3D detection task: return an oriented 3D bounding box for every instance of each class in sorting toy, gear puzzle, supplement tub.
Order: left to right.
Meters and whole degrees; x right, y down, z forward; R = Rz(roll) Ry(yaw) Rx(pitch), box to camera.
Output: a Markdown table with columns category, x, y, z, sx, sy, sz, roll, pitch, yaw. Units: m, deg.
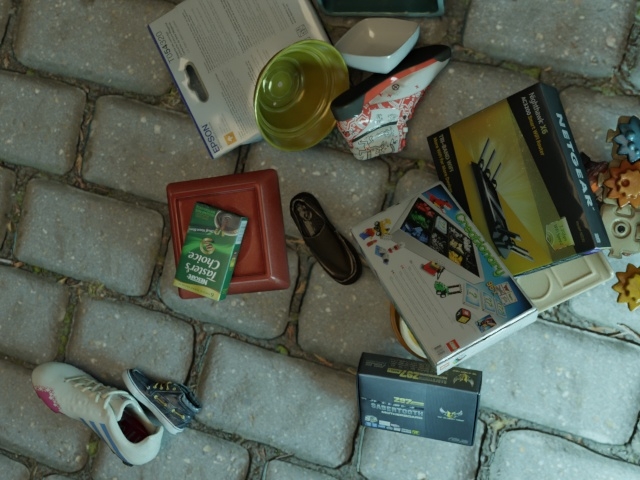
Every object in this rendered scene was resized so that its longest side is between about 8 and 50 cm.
| category | x | y | z | sx | sy | sz | roll | pitch | yaw |
| --- | --- | --- | --- | --- | --- | --- | --- | --- | --- |
| sorting toy | 0.418 | 0.026 | 1.377 | 0.208 | 0.038 | 0.193 | -33 | 84 | 33 |
| supplement tub | 0.525 | -0.071 | 1.332 | 0.198 | 0.106 | 0.106 | 45 | 101 | 8 |
| gear puzzle | 0.560 | -0.045 | 1.248 | 0.175 | 0.044 | 0.339 | 11 | 90 | 10 |

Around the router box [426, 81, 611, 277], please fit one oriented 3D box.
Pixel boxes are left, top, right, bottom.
| category | x | y | z | sx | sy | sz | roll | pitch | yaw |
| --- | --- | --- | --- | --- | --- | --- | --- | --- | --- |
| router box | 0.351 | -0.092 | 1.319 | 0.243 | 0.081 | 0.309 | -24 | 75 | 37 |

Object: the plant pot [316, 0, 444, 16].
| category | x | y | z | sx | sy | sz | roll | pitch | yaw |
| --- | --- | --- | --- | --- | --- | --- | --- | --- | --- |
| plant pot | 0.113 | -0.592 | 1.352 | 0.247 | 0.248 | 0.252 | 5 | 78 | 14 |

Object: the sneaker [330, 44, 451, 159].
| category | x | y | z | sx | sy | sz | roll | pitch | yaw |
| --- | --- | --- | --- | --- | --- | --- | --- | --- | --- |
| sneaker | 0.155 | -0.267 | 1.433 | 0.270 | 0.090 | 0.145 | -33 | 121 | -12 |

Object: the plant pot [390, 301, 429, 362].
| category | x | y | z | sx | sy | sz | roll | pitch | yaw |
| --- | --- | --- | --- | --- | --- | --- | --- | --- | --- |
| plant pot | 0.224 | 0.143 | 1.373 | 0.205 | 0.188 | 0.205 | 1 | 92 | 14 |

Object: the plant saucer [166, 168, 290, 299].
| category | x | y | z | sx | sy | sz | roll | pitch | yaw |
| --- | --- | --- | --- | --- | --- | --- | --- | --- | --- |
| plant saucer | -0.206 | -0.010 | 1.548 | 0.259 | 0.048 | 0.258 | -7 | 91 | 15 |

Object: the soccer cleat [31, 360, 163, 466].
| category | x | y | z | sx | sy | sz | roll | pitch | yaw |
| --- | --- | --- | --- | --- | --- | --- | --- | --- | --- |
| soccer cleat | -0.476 | 0.351 | 1.582 | 0.331 | 0.116 | 0.143 | 36 | 129 | 3 |

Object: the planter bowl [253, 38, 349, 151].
| category | x | y | z | sx | sy | sz | roll | pitch | yaw |
| --- | --- | --- | --- | --- | --- | --- | --- | --- | --- |
| planter bowl | -0.057 | -0.286 | 1.388 | 0.090 | 0.217 | 0.217 | 37 | 102 | 42 |

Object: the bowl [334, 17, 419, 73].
| category | x | y | z | sx | sy | sz | roll | pitch | yaw |
| --- | --- | --- | --- | --- | --- | --- | --- | --- | --- |
| bowl | 0.111 | -0.374 | 1.414 | 0.142 | 0.142 | 0.053 | 18 | 141 | 31 |

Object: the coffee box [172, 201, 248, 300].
| category | x | y | z | sx | sy | sz | roll | pitch | yaw |
| --- | --- | --- | --- | --- | --- | --- | --- | --- | --- |
| coffee box | -0.229 | 0.023 | 1.509 | 0.113 | 0.040 | 0.184 | 19 | 97 | 12 |

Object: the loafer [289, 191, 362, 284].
| category | x | y | z | sx | sy | sz | roll | pitch | yaw |
| --- | --- | --- | --- | --- | --- | --- | --- | --- | --- |
| loafer | 0.000 | 0.000 | 1.479 | 0.080 | 0.078 | 0.220 | -39 | 83 | 12 |

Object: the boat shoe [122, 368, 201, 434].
| category | x | y | z | sx | sy | sz | roll | pitch | yaw |
| --- | --- | --- | --- | --- | --- | --- | --- | --- | --- |
| boat shoe | -0.345 | 0.330 | 1.592 | 0.183 | 0.065 | 0.083 | 45 | 96 | 4 |

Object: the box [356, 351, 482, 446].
| category | x | y | z | sx | sy | sz | roll | pitch | yaw |
| --- | --- | --- | --- | --- | --- | --- | --- | --- | --- |
| box | 0.189 | 0.307 | 1.404 | 0.232 | 0.059 | 0.183 | 7 | 134 | 13 |

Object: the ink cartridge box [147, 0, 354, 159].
| category | x | y | z | sx | sy | sz | roll | pitch | yaw |
| --- | --- | --- | --- | --- | --- | --- | --- | --- | --- |
| ink cartridge box | -0.146 | -0.382 | 1.505 | 0.330 | 0.071 | 0.324 | -26 | 89 | 14 |

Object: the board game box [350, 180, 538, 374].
| category | x | y | z | sx | sy | sz | roll | pitch | yaw |
| --- | --- | --- | --- | --- | --- | --- | --- | --- | --- |
| board game box | 0.206 | 0.056 | 1.264 | 0.193 | 0.053 | 0.305 | -27 | 59 | -5 |
